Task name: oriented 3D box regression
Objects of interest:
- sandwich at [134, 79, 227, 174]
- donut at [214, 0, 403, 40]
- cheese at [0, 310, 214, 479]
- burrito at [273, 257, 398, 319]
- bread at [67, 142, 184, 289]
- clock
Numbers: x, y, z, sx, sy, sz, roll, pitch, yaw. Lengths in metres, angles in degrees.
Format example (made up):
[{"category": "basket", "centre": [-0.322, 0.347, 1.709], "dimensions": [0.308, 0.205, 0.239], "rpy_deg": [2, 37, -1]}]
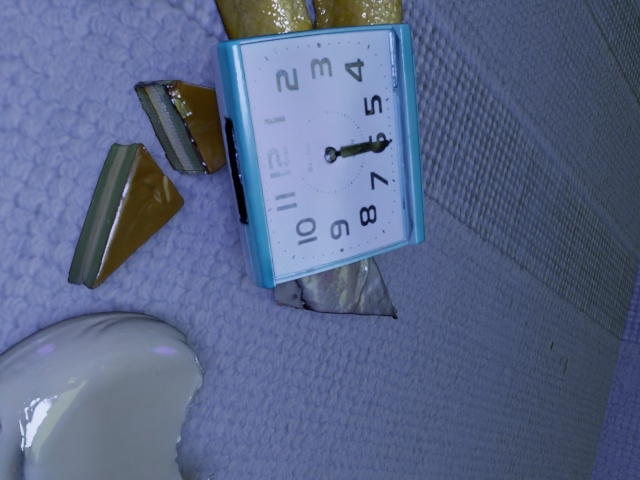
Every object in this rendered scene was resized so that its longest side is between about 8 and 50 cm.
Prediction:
[{"category": "sandwich", "centre": [-0.117, -0.166, 0.687], "dimensions": [0.163, 0.079, 0.113], "rpy_deg": [-41, 124, -32]}, {"category": "donut", "centre": [0.000, -0.312, 0.766], "dimensions": [0.303, 0.110, 0.303], "rpy_deg": [-7, 100, -44]}, {"category": "cheese", "centre": [-0.228, 0.208, 0.597], "dimensions": [0.233, 0.127, 0.266], "rpy_deg": [4, 94, -46]}, {"category": "burrito", "centre": [-0.010, 0.007, 0.809], "dimensions": [0.175, 0.107, 0.348], "rpy_deg": [-32, 116, -21]}, {"category": "bread", "centre": [-0.225, -0.027, 0.604], "dimensions": [0.139, 0.074, 0.084], "rpy_deg": [-50, 127, -26]}, {"category": "clock", "centre": [-0.002, -0.103, 0.671], "dimensions": [0.231, 0.116, 0.262], "rpy_deg": [-16, 108, -25]}]
